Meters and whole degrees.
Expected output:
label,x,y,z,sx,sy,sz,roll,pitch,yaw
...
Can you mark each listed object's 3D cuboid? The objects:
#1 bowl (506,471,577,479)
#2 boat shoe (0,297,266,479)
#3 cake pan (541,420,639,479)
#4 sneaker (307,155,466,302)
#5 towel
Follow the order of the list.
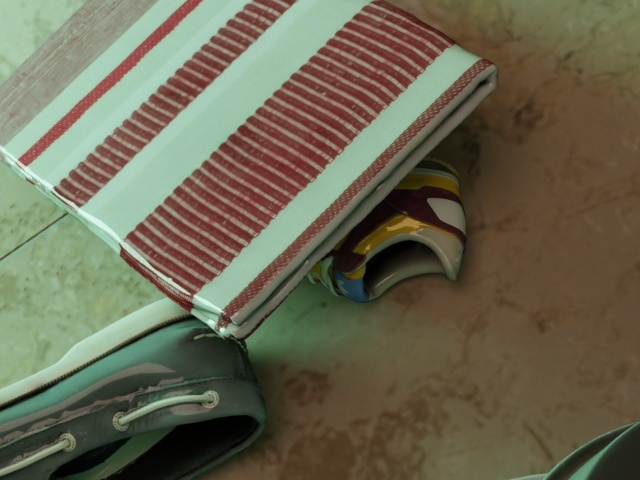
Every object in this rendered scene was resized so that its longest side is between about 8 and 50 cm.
label,x,y,z,sx,sy,sz,roll,pitch,yaw
bowl,0.143,0.276,0.988,0.298,0.134,0.298,7,50,-8
boat shoe,-0.177,0.155,1.181,0.319,0.116,0.099,-33,57,-5
cake pan,0.235,0.193,0.958,0.293,0.054,0.293,7,48,-8
sneaker,0.000,0.000,1.222,0.185,0.069,0.084,-10,59,14
towel,-0.066,-0.088,1.247,0.237,0.037,0.329,-45,46,-10
